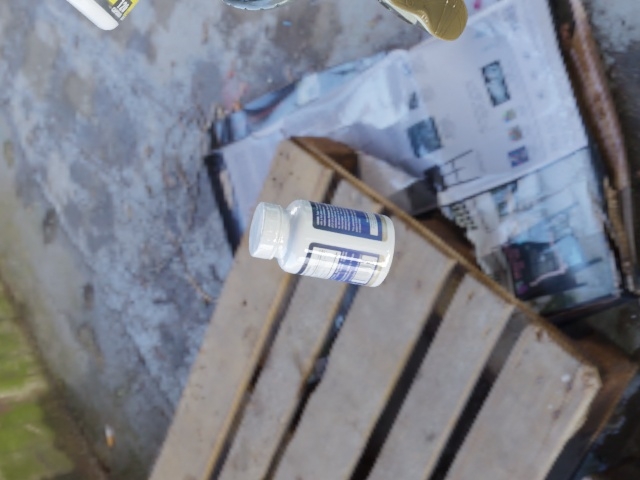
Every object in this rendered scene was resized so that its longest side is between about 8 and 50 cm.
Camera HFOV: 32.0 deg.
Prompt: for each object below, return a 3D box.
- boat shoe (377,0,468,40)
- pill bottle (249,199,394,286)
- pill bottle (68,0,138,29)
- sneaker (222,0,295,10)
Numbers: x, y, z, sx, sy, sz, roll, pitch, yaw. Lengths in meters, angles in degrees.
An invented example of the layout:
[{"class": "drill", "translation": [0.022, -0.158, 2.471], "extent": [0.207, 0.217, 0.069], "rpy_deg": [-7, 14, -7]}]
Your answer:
[{"class": "boat shoe", "translation": [0.107, -0.264, 1.220], "extent": [0.049, 0.152, 0.056], "rpy_deg": [31, 96, 40]}, {"class": "pill bottle", "translation": [0.000, 0.000, 1.406], "extent": [0.094, 0.169, 0.094], "rpy_deg": [-169, 90, -73]}, {"class": "pill bottle", "translation": [-0.151, -0.269, 0.901], "extent": [0.184, 0.103, 0.103], "rpy_deg": [-50, 55, 1]}, {"class": "sneaker", "translation": [-0.022, -0.453, 1.718], "extent": [0.341, 0.125, 0.140], "rpy_deg": [-9, 124, 28]}]
